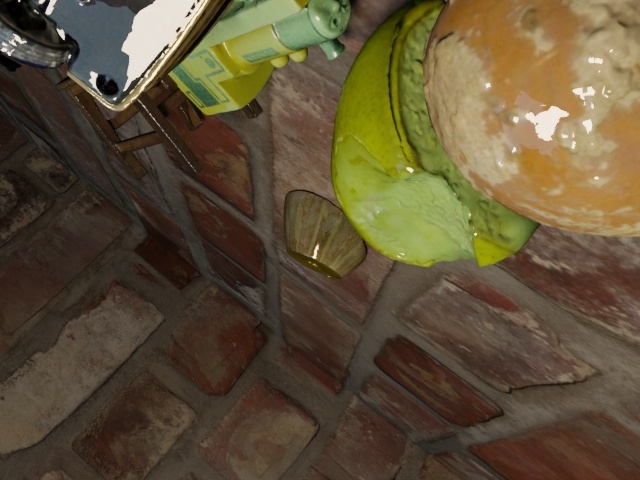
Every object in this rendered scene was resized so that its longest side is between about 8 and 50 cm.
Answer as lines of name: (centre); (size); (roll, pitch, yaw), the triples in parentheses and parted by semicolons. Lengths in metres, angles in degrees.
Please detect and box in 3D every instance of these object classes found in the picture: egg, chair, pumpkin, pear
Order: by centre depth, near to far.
egg: (0.188, -0.110, 0.376); (0.245, 0.203, 0.203); (50, 158, 5)
pear: (0.105, -0.084, 0.603); (0.286, 0.176, 0.282); (46, 159, -10)
chair: (-0.327, -0.321, 0.819); (0.240, 0.203, 0.416); (8, 140, 48)
pumpkin: (-0.012, 0.008, 1.046); (0.217, 0.110, 0.217); (28, 155, 15)

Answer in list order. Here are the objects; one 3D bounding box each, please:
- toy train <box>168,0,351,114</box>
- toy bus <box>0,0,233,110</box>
toy train: (-0.100, -0.284, 0.609); (0.369, 0.150, 0.237); (9, 152, 49)
toy bus: (-0.223, -0.282, 0.347); (0.365, 0.202, 0.177); (42, 117, -17)
